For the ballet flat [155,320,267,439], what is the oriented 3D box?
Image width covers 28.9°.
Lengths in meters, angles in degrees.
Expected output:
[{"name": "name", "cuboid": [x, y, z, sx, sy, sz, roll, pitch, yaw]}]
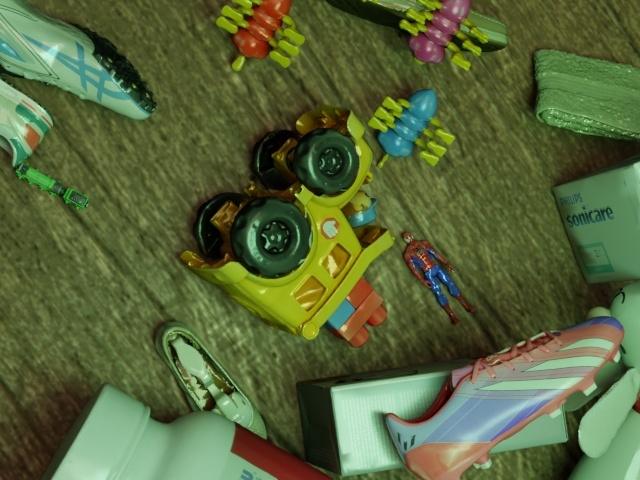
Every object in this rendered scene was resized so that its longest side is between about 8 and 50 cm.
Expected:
[{"name": "ballet flat", "cuboid": [-0.115, 0.157, 1.292, 0.057, 0.052, 0.168, -40, 95, -12]}]

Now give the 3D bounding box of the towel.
[{"name": "towel", "cuboid": [0.310, -0.163, 1.394, 0.148, 0.027, 0.110, 11, 54, -9]}]

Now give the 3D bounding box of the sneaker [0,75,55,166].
[{"name": "sneaker", "cuboid": [-0.354, -0.136, 1.257, 0.161, 0.057, 0.075, 33, 75, -11]}]

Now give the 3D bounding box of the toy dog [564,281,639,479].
[{"name": "toy dog", "cuboid": [0.283, 0.213, 1.300, 0.161, 0.220, 0.333, 0, 83, 1]}]

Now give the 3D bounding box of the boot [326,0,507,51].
[{"name": "boot", "cuboid": [0.123, -0.307, 1.363, 0.213, 0.077, 0.165, 18, 80, -10]}]

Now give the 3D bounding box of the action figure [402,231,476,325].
[{"name": "action figure", "cuboid": [0.126, 0.038, 1.365, 0.038, 0.030, 0.115, -38, 93, -7]}]

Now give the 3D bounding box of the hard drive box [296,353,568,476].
[{"name": "hard drive box", "cuboid": [0.107, 0.175, 1.274, 0.232, 0.181, 0.089, -6, 87, -13]}]

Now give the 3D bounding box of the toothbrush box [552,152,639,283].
[{"name": "toothbrush box", "cuboid": [0.434, -0.062, 1.340, 0.295, 0.216, 0.126, -20, 90, -13]}]

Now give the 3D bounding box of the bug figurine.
[{"name": "bug figurine", "cuboid": [0.044, -0.209, 1.300, 0.279, 0.072, 0.216, 34, 120, -11]}]

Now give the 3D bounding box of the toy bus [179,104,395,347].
[{"name": "toy bus", "cuboid": [0.000, 0.000, 1.290, 0.211, 0.149, 0.220, 43, 76, -20]}]

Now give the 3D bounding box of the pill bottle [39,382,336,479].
[{"name": "pill bottle", "cuboid": [-0.077, 0.310, 1.201, 0.408, 0.229, 0.229, 31, 81, -9]}]

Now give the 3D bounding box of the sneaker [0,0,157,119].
[{"name": "sneaker", "cuboid": [-0.278, -0.188, 1.273, 0.237, 0.085, 0.086, 32, 107, -12]}]

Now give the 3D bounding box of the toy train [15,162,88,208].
[{"name": "toy train", "cuboid": [-0.277, -0.057, 1.286, 0.083, 0.024, 0.017, 29, 81, -9]}]

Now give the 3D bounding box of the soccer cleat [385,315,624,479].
[{"name": "soccer cleat", "cuboid": [0.176, 0.134, 1.162, 0.248, 0.083, 0.095, -36, 88, -10]}]
